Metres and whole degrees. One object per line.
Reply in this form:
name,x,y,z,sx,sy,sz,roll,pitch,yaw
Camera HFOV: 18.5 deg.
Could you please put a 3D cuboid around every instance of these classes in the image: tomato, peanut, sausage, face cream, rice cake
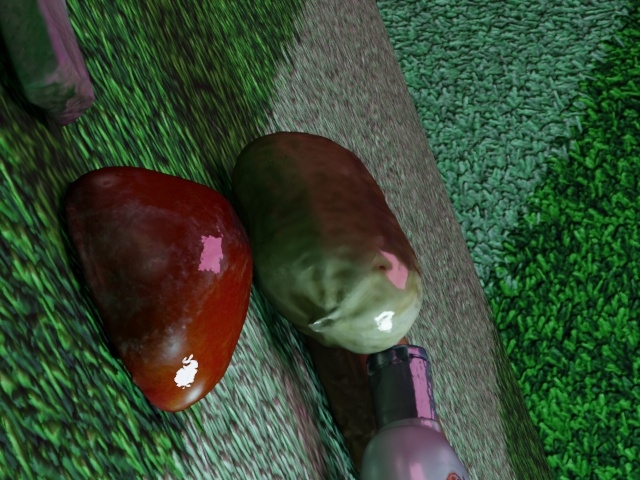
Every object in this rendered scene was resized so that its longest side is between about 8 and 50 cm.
tomato,-0.085,0.020,1.200,0.139,0.091,0.159,34,36,-72
peanut,0.000,0.000,1.647,0.224,0.129,0.129,60,3,36
sausage,0.063,0.169,1.709,0.086,0.086,0.289,21,47,-78
face cream,0.084,0.226,1.590,0.144,0.071,0.291,35,40,-52
rice cake,-0.190,-0.174,1.233,0.080,0.042,0.221,58,10,-65
